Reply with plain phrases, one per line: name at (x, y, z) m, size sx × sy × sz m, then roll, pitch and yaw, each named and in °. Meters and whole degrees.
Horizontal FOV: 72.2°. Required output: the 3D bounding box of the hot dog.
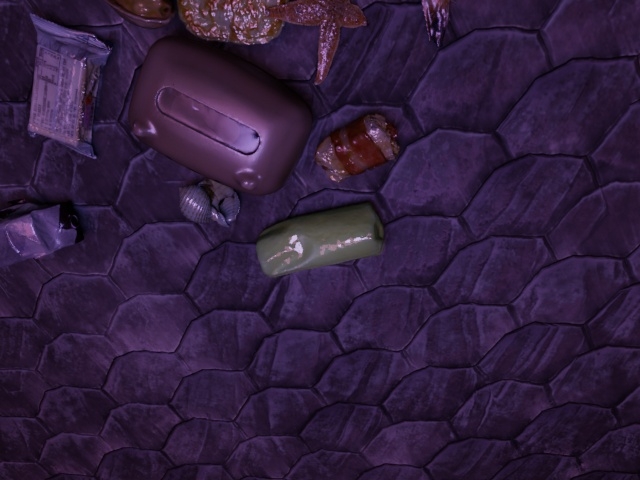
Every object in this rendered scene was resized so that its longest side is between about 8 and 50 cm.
hot dog at (0.089, -0.229, 1.084) m, size 0.213 × 0.103 × 0.146 m, roll -16°, pitch 134°, yaw 21°

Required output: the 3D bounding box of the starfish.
starfish at (-0.002, -0.505, 0.967) m, size 0.231 × 0.048 × 0.295 m, roll 10°, pitch 116°, yaw -28°

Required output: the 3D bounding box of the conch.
conch at (-0.298, -0.107, 1.164) m, size 0.153 × 0.102 × 0.135 m, roll 24°, pitch 106°, yaw -42°

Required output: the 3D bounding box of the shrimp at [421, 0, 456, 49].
shrimp at (0.280, -0.577, 0.929) m, size 0.164 × 0.062 × 0.317 m, roll -3°, pitch 112°, yaw 3°

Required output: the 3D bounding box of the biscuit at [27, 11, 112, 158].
biscuit at (-0.625, -0.366, 1.085) m, size 0.186 × 0.079 × 0.309 m, roll 18°, pitch 114°, yaw -6°

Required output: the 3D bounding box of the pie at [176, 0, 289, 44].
pie at (-0.188, -0.540, 0.967) m, size 0.247 × 0.090 × 0.201 m, roll 7°, pitch 110°, yaw 2°

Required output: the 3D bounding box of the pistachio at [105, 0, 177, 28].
pistachio at (-0.386, -0.522, 0.943) m, size 0.223 × 0.152 × 0.126 m, roll 40°, pitch 134°, yaw 32°

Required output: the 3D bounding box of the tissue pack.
tissue pack at (-0.220, -0.274, 0.989) m, size 0.387 × 0.277 × 0.267 m, roll 26°, pitch 111°, yaw -9°

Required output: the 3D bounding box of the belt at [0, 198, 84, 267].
belt at (-0.810, -0.029, 1.197) m, size 0.289 × 0.184 × 0.164 m, roll -13°, pitch 108°, yaw 4°

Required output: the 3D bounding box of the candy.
candy at (0.000, 0.000, 1.172) m, size 0.343 × 0.132 × 0.142 m, roll -14°, pitch 128°, yaw 11°
